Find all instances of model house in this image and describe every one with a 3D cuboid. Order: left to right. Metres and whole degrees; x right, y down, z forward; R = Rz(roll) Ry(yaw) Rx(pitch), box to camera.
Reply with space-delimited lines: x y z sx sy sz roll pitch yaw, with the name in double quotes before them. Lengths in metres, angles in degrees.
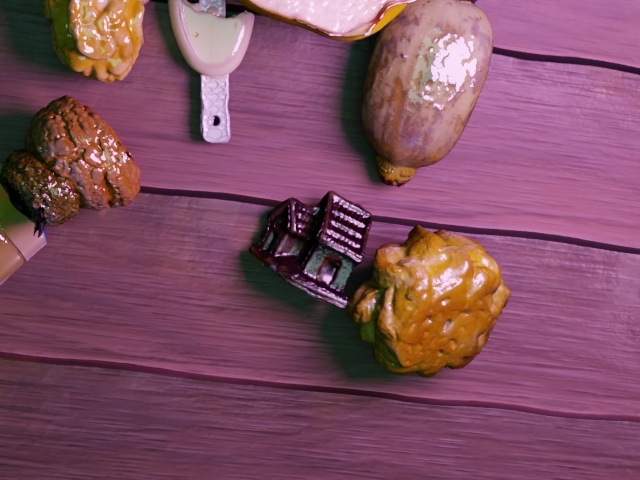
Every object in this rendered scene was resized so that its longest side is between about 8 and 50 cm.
"model house" -0.006 -0.003 1.564 0.165 0.106 0.152 27 95 -6

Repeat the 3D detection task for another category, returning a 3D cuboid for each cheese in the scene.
"cheese" -0.162 -0.263 1.534 0.127 0.050 0.235 0 98 -7

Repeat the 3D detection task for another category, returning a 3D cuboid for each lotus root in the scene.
"lotus root" 0.153 -0.223 1.526 0.173 0.173 0.309 13 104 -8

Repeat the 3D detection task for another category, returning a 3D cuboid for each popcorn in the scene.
"popcorn" -0.324 -0.331 1.464 0.163 0.140 0.194 19 95 -14

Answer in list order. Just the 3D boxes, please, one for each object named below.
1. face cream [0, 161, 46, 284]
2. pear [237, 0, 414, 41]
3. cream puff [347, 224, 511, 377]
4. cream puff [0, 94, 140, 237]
"face cream" -0.527 0.027 1.493 0.285 0.067 0.139 -45 113 -20
"pear" -0.018 -0.463 1.444 0.340 0.191 0.386 -32 99 -6
"cream puff" 0.165 0.090 1.552 0.196 0.244 0.244 36 95 26
"cream puff" -0.370 -0.090 1.461 0.169 0.183 0.183 -43 102 -22
